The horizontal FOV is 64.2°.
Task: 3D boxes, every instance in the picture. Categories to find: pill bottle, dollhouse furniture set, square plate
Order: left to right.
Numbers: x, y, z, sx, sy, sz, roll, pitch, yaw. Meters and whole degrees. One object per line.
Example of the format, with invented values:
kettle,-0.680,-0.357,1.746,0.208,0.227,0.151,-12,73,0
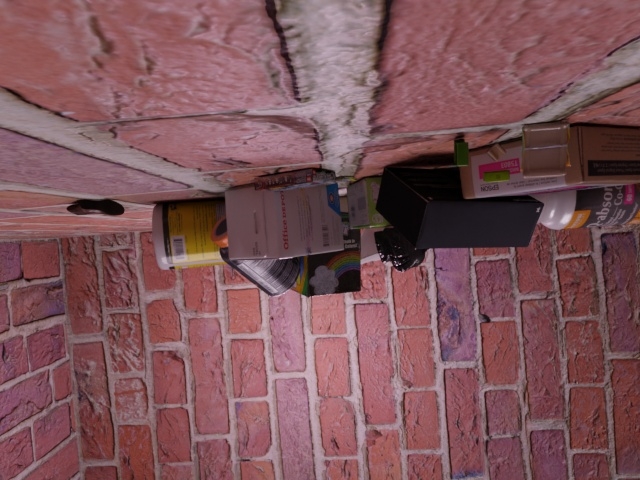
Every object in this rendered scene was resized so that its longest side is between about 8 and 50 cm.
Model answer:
pill bottle,-0.295,-0.023,1.454,0.334,0.188,0.188,-5,-179,-12
pill bottle,-0.172,0.034,1.333,0.130,0.130,0.246,-4,143,41
square plate,0.289,-0.040,1.756,0.344,0.049,0.347,-20,-161,28
dollhouse furniture set,0.270,-0.125,0.727,0.152,0.076,0.058,-3,-166,12
pill bottle,0.559,-0.105,1.098,0.278,0.162,0.162,-5,-179,-2

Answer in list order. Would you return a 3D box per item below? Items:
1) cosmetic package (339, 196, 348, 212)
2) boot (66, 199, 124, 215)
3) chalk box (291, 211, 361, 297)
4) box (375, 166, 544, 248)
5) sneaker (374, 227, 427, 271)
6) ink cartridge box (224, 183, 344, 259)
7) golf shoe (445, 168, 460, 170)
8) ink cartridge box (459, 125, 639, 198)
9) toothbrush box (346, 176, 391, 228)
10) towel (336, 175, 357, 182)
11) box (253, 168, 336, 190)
cosmetic package,0.029,-0.092,1.814,0.309,0.113,0.160,-4,-179,5
boot,-0.542,-0.074,1.228,0.106,0.037,0.114,11,167,-38
chalk box,0.000,0.000,1.473,0.180,0.289,0.179,-4,-173,-27
box,0.269,-0.067,1.015,0.261,0.103,0.184,0,-156,-20
sneaker,0.216,0.003,1.249,0.130,0.109,0.286,-15,-172,-3
ink cartridge box,-0.084,-0.047,1.214,0.168,0.171,0.233,-5,180,40
golf shoe,0.335,-0.146,1.156,0.176,0.069,0.086,-8,161,-18
ink cartridge box,0.385,-0.125,0.856,0.193,0.088,0.235,-6,-178,-30
toothbrush box,0.227,-0.100,1.296,0.283,0.122,0.206,-6,-179,-11
towel,0.035,-0.137,1.170,0.083,0.009,0.060,-4,180,34
box,-0.050,-0.119,1.014,0.137,0.027,0.094,-5,-178,29
